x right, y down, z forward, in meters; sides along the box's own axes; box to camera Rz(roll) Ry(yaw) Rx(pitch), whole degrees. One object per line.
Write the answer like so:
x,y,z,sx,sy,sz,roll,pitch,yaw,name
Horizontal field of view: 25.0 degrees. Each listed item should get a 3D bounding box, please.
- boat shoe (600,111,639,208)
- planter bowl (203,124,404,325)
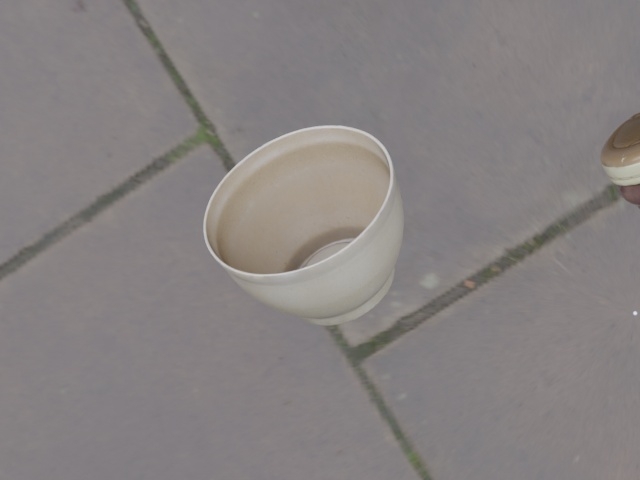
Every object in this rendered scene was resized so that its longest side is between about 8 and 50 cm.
0.313,-0.059,0.967,0.123,0.342,0.123,-18,92,42,boat shoe
0.000,0.000,1.178,0.162,0.109,0.162,-15,45,15,planter bowl
